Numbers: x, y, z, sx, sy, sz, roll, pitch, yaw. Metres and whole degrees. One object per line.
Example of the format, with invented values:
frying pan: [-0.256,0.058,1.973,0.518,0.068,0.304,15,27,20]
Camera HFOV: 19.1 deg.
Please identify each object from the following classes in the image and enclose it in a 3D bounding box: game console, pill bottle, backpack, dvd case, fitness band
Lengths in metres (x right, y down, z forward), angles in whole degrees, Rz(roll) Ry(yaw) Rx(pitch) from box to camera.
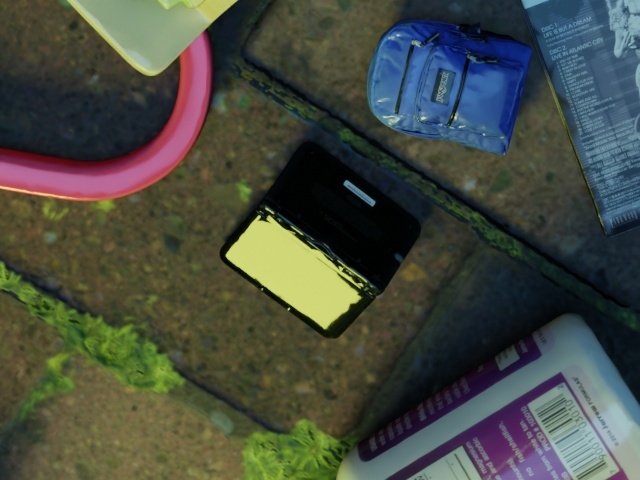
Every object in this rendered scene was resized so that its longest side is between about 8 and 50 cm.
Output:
game console: [0.000,0.000,1.543,0.122,0.071,0.107,37,68,-8]
pill bottle: [0.120,0.202,1.505,0.301,0.169,0.169,-33,100,6]
backpack: [0.097,-0.125,1.476,0.120,0.101,0.098,14,94,0]
dvd case: [0.268,-0.132,1.518,0.164,0.018,0.221,-21,101,4]
fitness band: [-0.227,-0.142,1.495,0.291,0.054,0.209,11,103,-2]

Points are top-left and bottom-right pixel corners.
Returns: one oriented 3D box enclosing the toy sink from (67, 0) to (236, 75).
toy sink: [-0.087,-0.257,1.397,0.234,0.131,0.153,-46,98,-12]
